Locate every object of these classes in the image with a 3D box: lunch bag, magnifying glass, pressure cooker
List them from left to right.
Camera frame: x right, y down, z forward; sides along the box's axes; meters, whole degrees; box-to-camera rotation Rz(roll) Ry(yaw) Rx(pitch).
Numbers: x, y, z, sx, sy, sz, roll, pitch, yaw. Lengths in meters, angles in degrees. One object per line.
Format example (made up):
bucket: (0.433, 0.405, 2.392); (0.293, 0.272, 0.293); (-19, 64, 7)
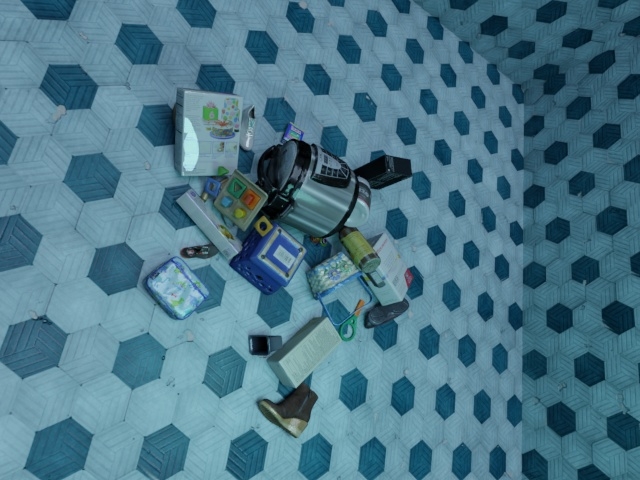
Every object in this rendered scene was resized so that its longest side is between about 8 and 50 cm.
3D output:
lunch bag: (-0.550, 0.181, 1.579); (0.176, 0.090, 0.218); (-45, 107, -35)
pressure cooker: (-0.088, -0.233, 1.806); (0.421, 0.370, 0.375); (25, 87, -27)
magnifying glass: (0.163, 0.397, 2.056); (0.092, 0.026, 0.230); (42, 62, -20)

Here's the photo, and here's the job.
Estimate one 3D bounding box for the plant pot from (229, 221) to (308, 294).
plant pot: (-0.207, 0.072, 1.756); (0.236, 0.212, 0.235); (42, 60, -20)

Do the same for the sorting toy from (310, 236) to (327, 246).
sorting toy: (0.000, 0.000, 2.013); (0.102, 0.042, 0.061); (17, 71, -31)

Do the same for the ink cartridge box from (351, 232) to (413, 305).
ink cartridge box: (0.328, 0.147, 2.123); (0.306, 0.131, 0.226); (56, 40, -10)

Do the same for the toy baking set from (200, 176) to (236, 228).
toy baking set: (-0.424, -0.154, 1.765); (0.197, 0.030, 0.256); (34, 64, -24)

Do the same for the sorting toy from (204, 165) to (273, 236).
sorting toy: (-0.328, -0.158, 1.651); (0.348, 0.195, 0.047); (39, 19, 9)

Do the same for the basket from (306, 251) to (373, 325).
basket: (0.085, 0.222, 1.926); (0.255, 0.201, 0.288); (-31, 90, -31)

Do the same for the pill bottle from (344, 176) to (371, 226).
pill bottle: (0.170, -0.200, 2.037); (0.161, 0.161, 0.283); (46, 29, -18)

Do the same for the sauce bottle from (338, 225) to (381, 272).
sauce bottle: (0.161, 0.005, 1.985); (0.112, 0.111, 0.344); (-1, 41, -34)

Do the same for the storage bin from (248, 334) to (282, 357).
storage bin: (-0.225, 0.439, 1.723); (0.091, 0.135, 0.098); (1, 80, -44)

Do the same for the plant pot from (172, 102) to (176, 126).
plant pot: (-0.497, -0.531, 1.746); (0.238, 0.110, 0.236); (8, 75, -32)

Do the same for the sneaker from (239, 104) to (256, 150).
sneaker: (-0.325, -0.517, 1.868); (0.080, 0.094, 0.211); (8, 76, -34)

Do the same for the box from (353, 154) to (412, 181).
box: (0.324, -0.355, 2.170); (0.185, 0.261, 0.103); (5, 78, -34)

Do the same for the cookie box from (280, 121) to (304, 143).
cookie box: (-0.137, -0.514, 2.027); (0.092, 0.040, 0.107); (28, 65, -26)

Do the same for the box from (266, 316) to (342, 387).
box: (-0.067, 0.488, 1.820); (0.311, 0.121, 0.147); (-36, 101, -34)

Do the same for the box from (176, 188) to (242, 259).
box: (-0.453, -0.064, 1.691); (0.324, 0.067, 0.063); (51, 21, -13)

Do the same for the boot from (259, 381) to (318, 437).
boot: (-0.134, 0.698, 1.773); (0.248, 0.090, 0.206); (46, 47, -16)

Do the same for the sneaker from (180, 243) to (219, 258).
sneaker: (-0.480, 0.046, 1.665); (0.158, 0.065, 0.061); (-10, 86, -35)

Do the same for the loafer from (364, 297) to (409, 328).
loafer: (0.341, 0.378, 2.153); (0.303, 0.095, 0.109); (-17, 60, -40)

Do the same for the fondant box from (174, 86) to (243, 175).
fondant box: (-0.454, -0.431, 1.663); (0.239, 0.096, 0.329); (-7, 120, -35)
